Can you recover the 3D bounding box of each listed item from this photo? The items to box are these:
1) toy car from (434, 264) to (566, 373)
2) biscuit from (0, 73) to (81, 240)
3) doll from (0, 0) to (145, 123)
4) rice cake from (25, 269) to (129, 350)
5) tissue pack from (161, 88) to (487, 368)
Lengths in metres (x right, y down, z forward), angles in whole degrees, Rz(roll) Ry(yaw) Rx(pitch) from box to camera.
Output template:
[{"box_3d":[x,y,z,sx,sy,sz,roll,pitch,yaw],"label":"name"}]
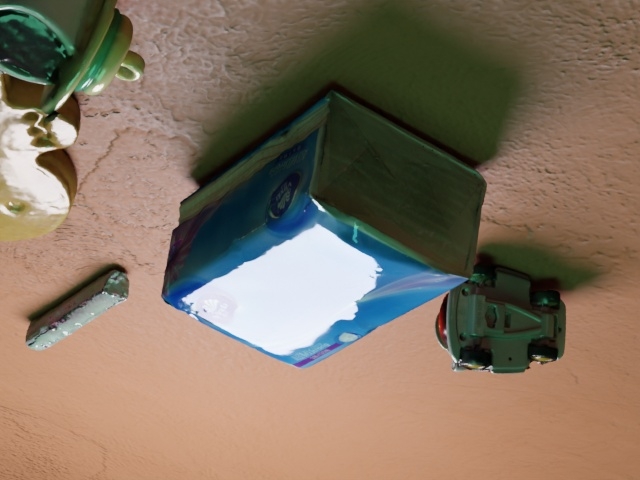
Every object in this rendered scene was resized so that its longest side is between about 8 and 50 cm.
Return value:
[{"box_3d":[0.180,0.092,1.810,0.139,0.112,0.112,9,165,-18],"label":"toy car"},{"box_3d":[-0.364,-0.101,1.679,0.275,0.052,0.355,5,148,7],"label":"biscuit"},{"box_3d":[-0.278,-0.210,1.391,0.208,0.144,0.271,2,149,20],"label":"doll"},{"box_3d":[-0.280,0.082,1.969,0.033,0.033,0.207,26,145,-28],"label":"rice cake"},{"box_3d":[0.000,0.000,1.654,0.198,0.146,0.263,28,145,-26],"label":"tissue pack"}]
